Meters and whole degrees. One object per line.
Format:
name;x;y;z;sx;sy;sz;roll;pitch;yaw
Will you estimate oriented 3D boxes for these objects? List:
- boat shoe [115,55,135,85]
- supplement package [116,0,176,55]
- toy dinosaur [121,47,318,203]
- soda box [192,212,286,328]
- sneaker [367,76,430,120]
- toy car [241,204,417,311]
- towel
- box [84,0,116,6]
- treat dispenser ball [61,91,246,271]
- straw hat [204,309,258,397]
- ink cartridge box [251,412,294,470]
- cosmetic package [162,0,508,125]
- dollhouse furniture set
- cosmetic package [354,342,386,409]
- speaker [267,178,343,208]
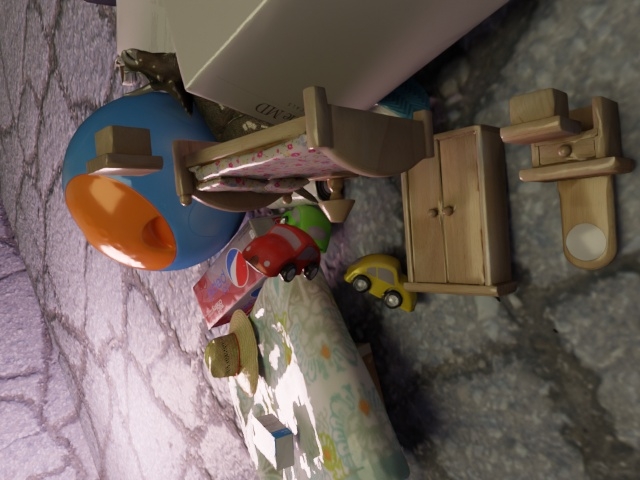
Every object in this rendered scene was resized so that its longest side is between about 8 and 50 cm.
boat shoe;-0.450;-0.406;1.100;0.035;0.035;0.100;6;105;47
supplement package;-0.208;-0.364;0.758;0.203;0.149;0.194;35;125;37
toy dinosaur;-0.106;-0.172;0.641;0.313;0.121;0.160;44;143;-7
soda box;-0.128;0.060;0.833;0.263;0.083;0.092;-42;68;45
sneaker;0.042;-0.165;0.596;0.229;0.087;0.092;37;136;42
toy car;0.000;0.000;0.630;0.053;0.239;0.225;-65;28;15
towel;-0.037;0.245;0.722;0.320;0.090;0.374;63;144;27
box;-0.365;-0.641;0.837;0.312;0.179;0.343;48;132;26
treat dispenser ball;-0.259;-0.093;0.783;0.288;0.288;0.288;15;111;45
straw hat;-0.151;0.184;0.766;0.144;0.061;0.144;16;109;58
ink cartridge box;-0.068;0.275;0.669;0.083;0.028;0.048;12;106;59
cosmetic package;0.052;-0.260;0.398;0.365;0.197;0.155;-34;65;33
dollhouse furniture set;0.043;-0.020;0.407;0.303;0.356;0.173;-4;91;47
cosmetic package;0.053;0.210;0.704;0.060;0.041;0.115;-13;91;51
speaker;-0.033;-0.076;0.713;0.136;0.055;0.055;-1;100;48
